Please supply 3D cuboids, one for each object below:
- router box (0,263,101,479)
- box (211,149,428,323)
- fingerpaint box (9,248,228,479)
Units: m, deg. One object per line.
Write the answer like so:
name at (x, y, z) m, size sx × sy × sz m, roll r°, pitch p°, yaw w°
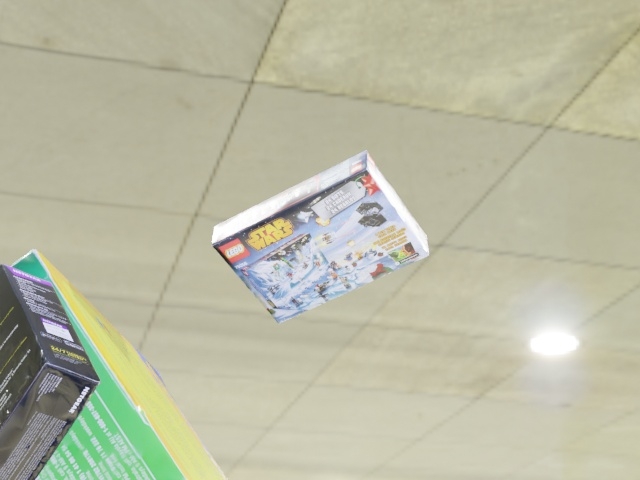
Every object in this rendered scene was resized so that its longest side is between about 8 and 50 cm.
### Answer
router box at (-0.227, 0.122, 0.765) m, size 0.046 × 0.133 × 0.179 m, roll 29°, pitch 101°, yaw -37°
box at (0.000, 0.000, 0.868) m, size 0.137 × 0.027 × 0.094 m, roll -25°, pitch 124°, yaw 19°
fingerpaint box at (-0.152, 0.277, 1.045) m, size 0.163 × 0.445 × 0.371 m, roll -36°, pitch 157°, yaw -6°
